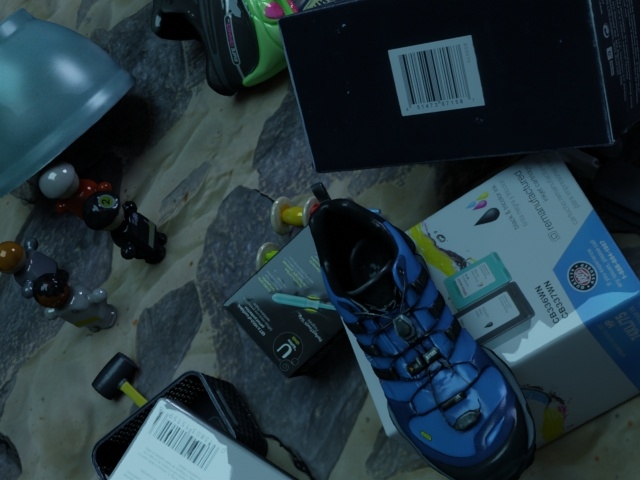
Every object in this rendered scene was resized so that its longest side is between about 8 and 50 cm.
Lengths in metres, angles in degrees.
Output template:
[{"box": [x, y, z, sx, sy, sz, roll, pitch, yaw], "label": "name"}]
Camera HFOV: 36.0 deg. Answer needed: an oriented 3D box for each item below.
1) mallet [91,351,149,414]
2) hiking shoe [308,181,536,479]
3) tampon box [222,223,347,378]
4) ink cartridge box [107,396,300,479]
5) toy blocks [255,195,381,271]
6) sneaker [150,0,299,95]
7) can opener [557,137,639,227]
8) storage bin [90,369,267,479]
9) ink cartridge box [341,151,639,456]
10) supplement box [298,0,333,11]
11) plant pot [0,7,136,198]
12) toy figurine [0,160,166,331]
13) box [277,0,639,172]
[{"box": [-0.227, 0.212, 1.307, 0.190, 0.039, 0.062, 25, 77, 35], "label": "mallet"}, {"box": [0.070, 0.086, 0.858, 0.113, 0.132, 0.304, -41, 50, 9], "label": "hiking shoe"}, {"box": [-0.011, 0.067, 1.176, 0.161, 0.101, 0.120, -43, 79, 4], "label": "tampon box"}, {"box": [-0.121, 0.343, 1.068, 0.275, 0.060, 0.239, 31, 83, 12], "label": "ink cartridge box"}, {"box": [0.000, 0.000, 1.265, 0.148, 0.054, 0.123, 1, 64, 33], "label": "toy blocks"}, {"box": [-0.208, -0.420, 1.526, 0.202, 0.185, 0.482, -40, 60, 15], "label": "sneaker"}, {"box": [0.338, -0.068, 1.072, 0.093, 0.074, 0.280, -49, 49, -2], "label": "can opener"}, {"box": [-0.172, 0.257, 1.194, 0.180, 0.084, 0.122, -39, 62, 9], "label": "storage bin"}, {"box": [0.188, 0.083, 1.001, 0.270, 0.197, 0.198, -33, 51, 14], "label": "ink cartridge box"}, {"box": [0.030, -0.316, 1.406, 0.083, 0.083, 0.056, 31, 82, 41], "label": "supplement box"}, {"box": [-0.460, -0.231, 1.519, 0.293, 0.196, 0.293, -35, 18, 13], "label": "plant pot"}, {"box": [-0.358, 0.009, 1.428, 0.213, 0.148, 0.209, 32, 84, 40], "label": "toy figurine"}, {"box": [0.191, -0.211, 1.057, 0.343, 0.179, 0.312, -3, 18, 37], "label": "box"}]
